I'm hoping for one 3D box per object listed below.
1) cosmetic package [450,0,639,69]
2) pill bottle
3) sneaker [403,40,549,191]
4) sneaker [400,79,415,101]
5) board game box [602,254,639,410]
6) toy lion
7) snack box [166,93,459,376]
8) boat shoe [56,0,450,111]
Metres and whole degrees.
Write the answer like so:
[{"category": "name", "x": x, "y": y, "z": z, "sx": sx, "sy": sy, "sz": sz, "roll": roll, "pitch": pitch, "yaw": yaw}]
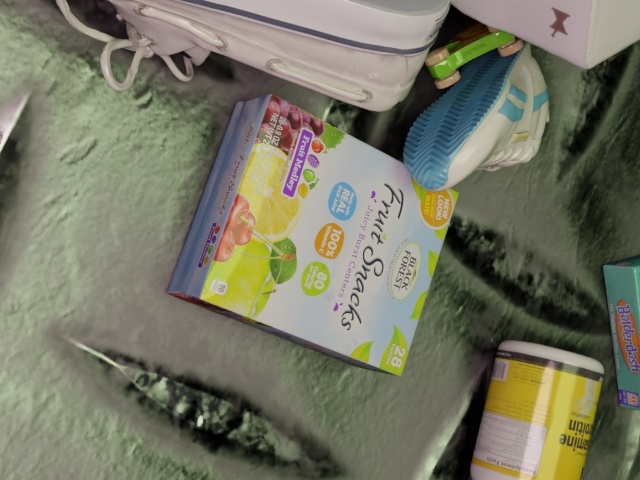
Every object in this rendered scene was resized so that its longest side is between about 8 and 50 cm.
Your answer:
[{"category": "cosmetic package", "x": 0.304, "y": -0.344, "z": 0.888, "sx": 0.453, "sy": 0.230, "sz": 0.161, "roll": -31, "pitch": 139, "yaw": -27}, {"category": "pill bottle", "x": 0.201, "y": 0.193, "z": 0.941, "sx": 0.103, "sy": 0.103, "sz": 0.184, "roll": 18, "pitch": 83, "yaw": -30}, {"category": "sneaker", "x": 0.151, "y": -0.099, "z": 0.879, "sx": 0.229, "sy": 0.087, "sz": 0.092, "roll": -48, "pitch": 118, "yaw": -45}, {"category": "sneaker", "x": -0.006, "y": -0.250, "z": 0.800, "sx": 0.126, "sy": 0.127, "sz": 0.321, "roll": -62, "pitch": 145, "yaw": -34}, {"category": "board game box", "x": 0.410, "y": 0.083, "z": 1.097, "sx": 0.210, "sy": 0.047, "sz": 0.160, "roll": -14, "pitch": 99, "yaw": -29}, {"category": "toy lion", "x": 0.142, "y": -0.183, "z": 0.908, "sx": 0.100, "sy": 0.096, "sz": 0.034, "roll": -27, "pitch": 108, "yaw": 11}, {"category": "snack box", "x": 0.000, "y": 0.000, "z": 0.833, "sx": 0.207, "sy": 0.070, "sz": 0.174, "roll": 24, "pitch": 79, "yaw": -31}, {"category": "boat shoe", "x": -0.101, "y": -0.176, "z": 0.726, "sx": 0.367, "sy": 0.156, "sz": 0.136, "roll": 15, "pitch": 45, "yaw": -6}]
